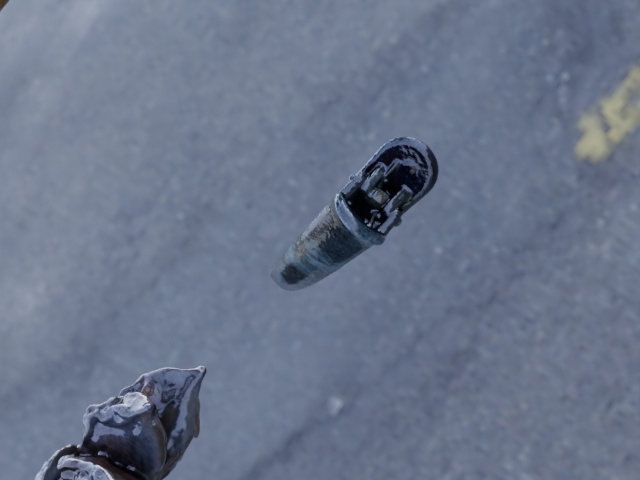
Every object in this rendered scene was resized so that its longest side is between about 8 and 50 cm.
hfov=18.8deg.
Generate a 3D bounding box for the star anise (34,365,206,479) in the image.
[{"bbox_3d":[-0.164,0.187,1.449,0.231,0.089,0.209,-42,-21,-58],"label":"star anise"}]

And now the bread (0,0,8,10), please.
[{"bbox_3d":[-0.261,-0.122,1.174,0.139,0.077,0.271,-11,38,46],"label":"bread"}]

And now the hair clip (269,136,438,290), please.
[{"bbox_3d":[0.000,0.000,1.160,0.070,0.039,0.229,-48,5,-25],"label":"hair clip"}]
